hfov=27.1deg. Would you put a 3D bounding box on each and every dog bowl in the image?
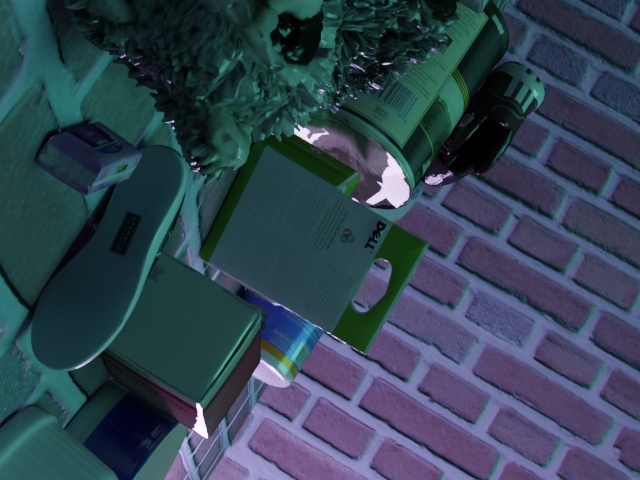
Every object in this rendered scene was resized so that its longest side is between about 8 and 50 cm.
[{"bbox_3d":[-0.278,0.309,1.672,0.264,0.104,0.265,-58,173,-12],"label":"dog bowl"}]

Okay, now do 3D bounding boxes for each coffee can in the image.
[{"bbox_3d":[0.100,-0.209,1.779,0.275,0.202,0.201,-56,172,-22],"label":"coffee can"}]

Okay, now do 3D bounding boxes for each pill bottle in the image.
[{"bbox_3d":[-0.047,0.099,2.246,0.272,0.152,0.152,-58,173,-19],"label":"pill bottle"}]

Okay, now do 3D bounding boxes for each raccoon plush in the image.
[{"bbox_3d":[-0.067,-0.115,1.050,0.299,0.216,0.446,-46,167,-32],"label":"raccoon plush"}]

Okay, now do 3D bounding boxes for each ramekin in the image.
[{"bbox_3d":[-0.312,0.316,1.359,0.272,0.127,0.273,-58,174,-10],"label":"ramekin"}]

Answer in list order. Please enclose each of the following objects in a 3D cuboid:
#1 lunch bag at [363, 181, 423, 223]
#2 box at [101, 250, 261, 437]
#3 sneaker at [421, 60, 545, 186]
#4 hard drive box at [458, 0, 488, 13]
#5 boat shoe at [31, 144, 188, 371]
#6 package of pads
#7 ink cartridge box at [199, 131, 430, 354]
[{"bbox_3d":[0.016,-0.025,2.005,0.279,0.108,0.224,-44,164,17],"label":"lunch bag"},{"bbox_3d":[-0.161,0.125,1.542,0.126,0.149,0.232,-56,172,-16],"label":"box"},{"bbox_3d":[0.192,-0.130,1.877,0.281,0.106,0.162,-47,-173,50],"label":"sneaker"},{"bbox_3d":[0.208,-0.399,1.512,0.232,0.089,0.181,-59,173,-4],"label":"hard drive box"},{"bbox_3d":[-0.189,0.019,1.226,0.076,0.080,0.228,75,39,-78],"label":"boat shoe"},{"bbox_3d":[-0.178,-0.064,1.022,0.032,0.050,0.083,-56,175,19],"label":"package of pads"},{"bbox_3d":[0.000,0.000,1.713,0.188,0.255,0.097,-62,173,24],"label":"ink cartridge box"}]
